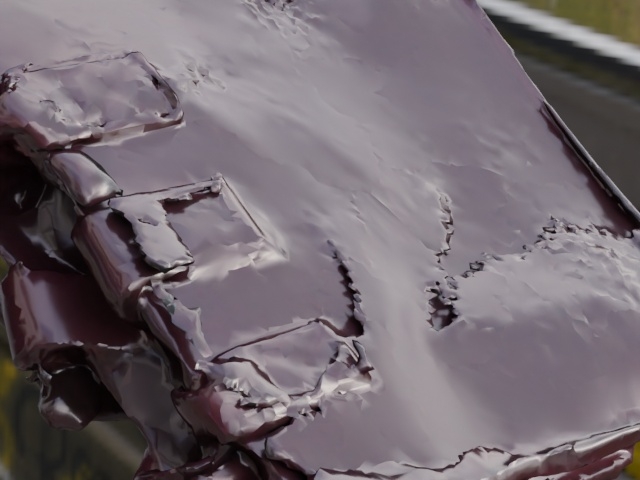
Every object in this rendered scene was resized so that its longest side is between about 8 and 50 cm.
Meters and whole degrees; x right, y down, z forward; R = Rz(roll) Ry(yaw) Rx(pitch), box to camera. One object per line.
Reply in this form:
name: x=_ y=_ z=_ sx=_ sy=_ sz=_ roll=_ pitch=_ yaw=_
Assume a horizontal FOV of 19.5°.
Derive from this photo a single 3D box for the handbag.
handbag: x=-0.001 y=0.002 z=0.546 sx=0.216 sy=0.074 sz=0.203 roll=-15 pitch=59 yaw=-46
